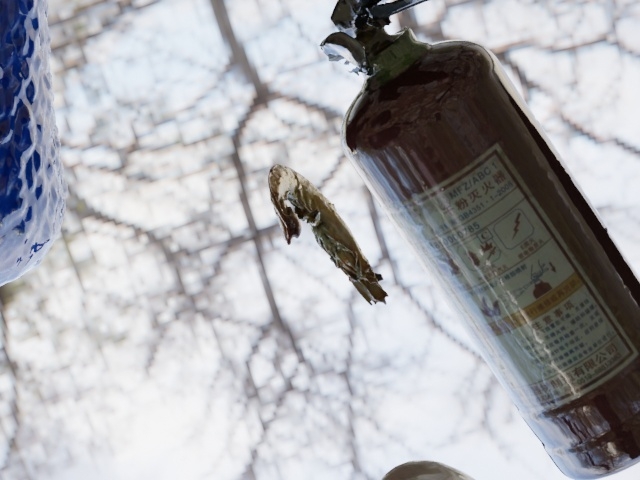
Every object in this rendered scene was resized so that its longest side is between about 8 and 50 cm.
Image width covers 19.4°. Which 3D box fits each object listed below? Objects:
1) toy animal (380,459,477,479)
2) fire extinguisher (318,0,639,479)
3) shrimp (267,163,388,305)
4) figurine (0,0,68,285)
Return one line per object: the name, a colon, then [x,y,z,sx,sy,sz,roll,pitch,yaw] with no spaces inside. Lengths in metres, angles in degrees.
toy animal: [0.115,0.229,1.271,0.178,0.193,0.127,11,-106,23]
fire extinguisher: [0.072,-0.019,0.720,0.099,0.231,0.071,-18,-160,49]
shrimp: [0.000,0.000,1.188,0.023,0.114,0.083,-38,176,19]
figurine: [-0.165,-0.059,0.850,0.121,0.262,0.164,21,-152,11]
